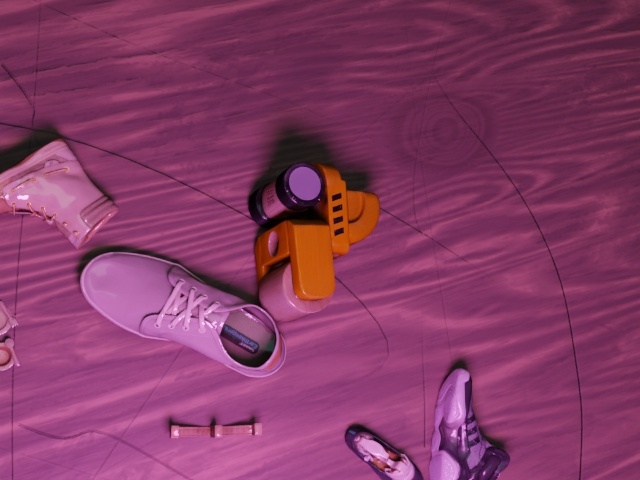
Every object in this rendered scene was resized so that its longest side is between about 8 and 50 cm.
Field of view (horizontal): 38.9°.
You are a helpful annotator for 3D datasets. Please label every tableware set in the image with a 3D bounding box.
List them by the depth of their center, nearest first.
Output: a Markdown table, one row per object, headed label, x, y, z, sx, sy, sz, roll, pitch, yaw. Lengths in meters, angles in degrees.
| label | x | y | z | sx | sy | sz | roll | pitch | yaw |
| --- | --- | --- | --- | --- | --- | --- | --- | --- | --- |
| tableware set | -0.667 | 0.201 | 1.759 | 0.169 | 0.020 | 0.141 | -16 | 82 | -18 |

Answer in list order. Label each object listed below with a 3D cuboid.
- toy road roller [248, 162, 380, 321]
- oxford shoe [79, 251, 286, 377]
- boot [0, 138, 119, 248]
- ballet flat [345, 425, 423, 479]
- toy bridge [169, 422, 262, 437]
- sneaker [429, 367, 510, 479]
| label | x | y | z | sx | sy | sz | roll | pitch | yaw |
| --- | --- | --- | --- | --- | --- | --- | --- | --- | --- |
| toy road roller | 0.000 | 0.000 | 1.900 | 0.241 | 0.202 | 0.329 | 3 | 76 | -26 |
| oxford shoe | -0.266 | 0.142 | 1.827 | 0.450 | 0.130 | 0.169 | 27 | 73 | -7 |
| boot | -0.559 | -0.055 | 1.812 | 0.262 | 0.095 | 0.203 | -41 | 91 | -24 |
| ballet flat | 0.139 | 0.461 | 1.894 | 0.203 | 0.074 | 0.074 | 39 | 71 | -4 |
| toy bridge | -0.209 | 0.382 | 1.819 | 0.188 | 0.063 | 0.026 | 2 | 77 | -17 |
| sneaker | 0.326 | 0.415 | 1.943 | 0.153 | 0.101 | 0.268 | 12 | 80 | -13 |
